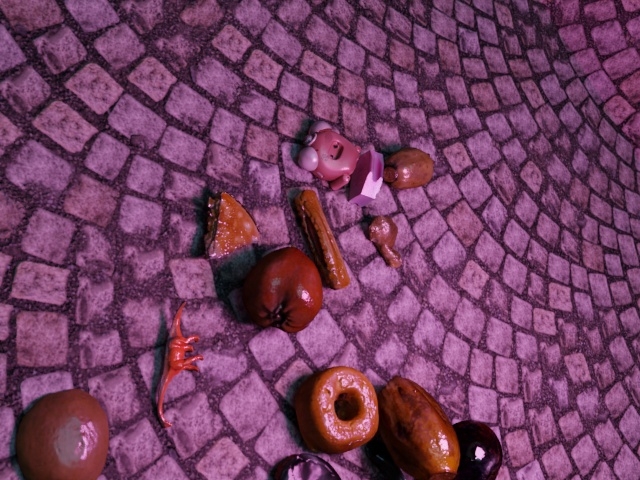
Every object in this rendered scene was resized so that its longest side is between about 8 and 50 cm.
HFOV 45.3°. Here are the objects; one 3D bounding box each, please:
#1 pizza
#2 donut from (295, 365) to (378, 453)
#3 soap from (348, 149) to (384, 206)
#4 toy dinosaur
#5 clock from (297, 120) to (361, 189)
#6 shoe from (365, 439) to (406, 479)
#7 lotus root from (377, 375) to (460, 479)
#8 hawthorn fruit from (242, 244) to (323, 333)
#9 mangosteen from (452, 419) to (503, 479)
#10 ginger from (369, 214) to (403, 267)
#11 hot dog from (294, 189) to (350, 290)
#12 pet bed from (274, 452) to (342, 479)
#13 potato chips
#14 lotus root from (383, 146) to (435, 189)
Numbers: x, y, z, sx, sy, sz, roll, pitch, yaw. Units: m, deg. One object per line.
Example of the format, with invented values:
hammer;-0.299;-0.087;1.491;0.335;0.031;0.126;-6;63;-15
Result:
pizza;-0.237;-0.016;1.900;0.185;0.052;0.195;49;47;-20
donut;0.043;0.420;1.902;0.227;0.114;0.226;14;65;-30
soap;0.133;-0.183;2.202;0.056;0.100;0.149;22;62;-28
toy dinosaur;-0.319;0.278;1.731;0.101;0.055;0.279;4;72;-25
clock;0.023;-0.246;2.154;0.162;0.093;0.166;32;57;-19
shoe;0.182;0.580;1.984;0.062;0.053;0.159;-41;101;-35
lotus root;0.239;0.489;1.937;0.193;0.193;0.291;-1;40;-36
hawthorn fruit;-0.083;0.101;1.892;0.199;0.199;0.251;33;46;-22
mangosteen;0.369;0.579;2.036;0.216;0.216;0.216;14;65;-32
ginger;0.195;-0.004;2.207;0.096;0.067;0.165;-43;113;-38
hot dog;0.001;0.000;2.061;0.083;0.068;0.289;-4;70;-61
pet bed;-0.029;0.605;1.818;0.201;0.053;0.201;14;65;-31
potato chips;-0.506;0.401;1.541;0.195;0.062;0.208;37;58;-17
lotus root;0.276;-0.221;2.316;0.221;0.118;0.125;-22;104;-37
